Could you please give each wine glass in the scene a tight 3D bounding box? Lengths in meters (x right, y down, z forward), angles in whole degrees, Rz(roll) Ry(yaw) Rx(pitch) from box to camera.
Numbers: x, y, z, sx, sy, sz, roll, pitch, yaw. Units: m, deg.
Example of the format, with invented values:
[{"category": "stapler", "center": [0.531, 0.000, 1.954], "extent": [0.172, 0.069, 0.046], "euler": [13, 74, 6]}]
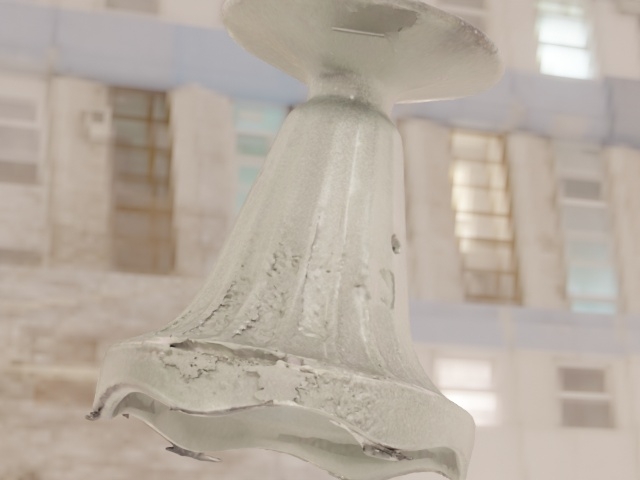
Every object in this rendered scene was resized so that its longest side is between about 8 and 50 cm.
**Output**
[{"category": "wine glass", "center": [0.000, 0.000, 0.841], "extent": [0.165, 0.165, 0.196], "euler": [-11, -114, 63]}]
